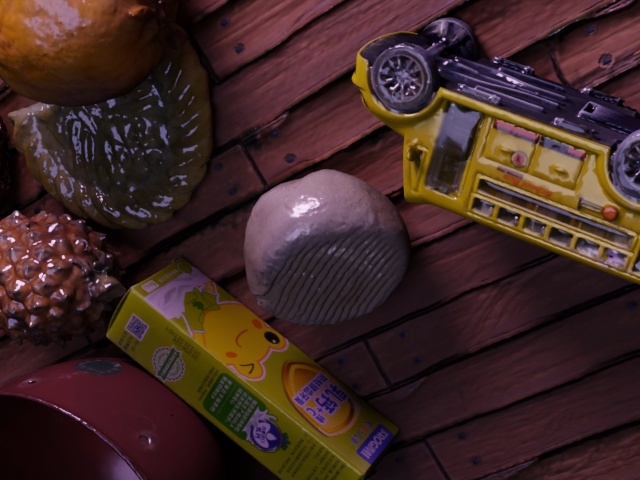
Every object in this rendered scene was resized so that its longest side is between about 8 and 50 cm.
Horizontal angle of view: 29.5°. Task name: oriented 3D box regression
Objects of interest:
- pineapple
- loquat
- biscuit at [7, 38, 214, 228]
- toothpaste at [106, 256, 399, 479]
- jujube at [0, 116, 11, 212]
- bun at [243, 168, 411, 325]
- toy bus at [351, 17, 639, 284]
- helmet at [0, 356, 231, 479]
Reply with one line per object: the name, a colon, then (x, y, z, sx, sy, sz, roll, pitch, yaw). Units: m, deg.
pineapple: (-0.295, 0.046, 1.355, 0.193, 0.166, 0.166, 7, 111, 30)
loquat: (-0.250, -0.243, 1.202, 0.238, 0.193, 0.238, -1, 87, 27)
biscuit: (-0.218, -0.101, 1.335, 0.273, 0.036, 0.187, -22, 97, 30)
toothpaste: (-0.074, 0.153, 1.311, 0.327, 0.110, 0.077, 38, 117, 10)
jujube: (-0.405, -0.098, 1.396, 0.104, 0.104, 0.166, 10, 120, 23)
bun: (0.000, 0.000, 1.218, 0.173, 0.113, 0.166, -30, 134, 20)
toy bus: (0.185, -0.082, 1.083, 0.330, 0.144, 0.152, 22, 117, 16)
helmet: (-0.230, 0.278, 1.364, 0.337, 0.230, 0.385, 19, 126, 22)
